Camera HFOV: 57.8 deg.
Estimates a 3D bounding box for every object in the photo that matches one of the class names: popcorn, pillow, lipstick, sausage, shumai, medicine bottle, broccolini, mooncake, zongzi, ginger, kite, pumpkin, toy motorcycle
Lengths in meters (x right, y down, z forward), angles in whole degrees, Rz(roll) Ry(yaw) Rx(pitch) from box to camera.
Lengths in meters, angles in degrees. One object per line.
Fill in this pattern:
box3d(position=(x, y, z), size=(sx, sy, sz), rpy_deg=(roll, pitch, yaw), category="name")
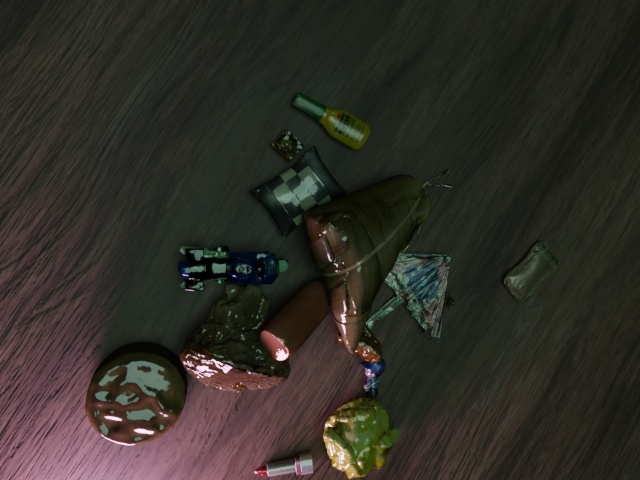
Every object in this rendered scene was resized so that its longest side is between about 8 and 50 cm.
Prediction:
box3d(position=(0.120, 0.621, 1.836), size=(0.255, 0.195, 0.256), rpy_deg=(24, 69, -19), category="popcorn")
box3d(position=(0.740, 0.108, 2.032), size=(0.217, 0.033, 0.130), rpy_deg=(-42, 103, -8), category="pillow")
box3d(position=(-0.119, 0.724, 1.854), size=(0.186, 0.057, 0.063), rpy_deg=(-6, 95, -8), category="lipstick")
box3d(position=(-0.068, -0.149, 1.786), size=(0.250, 0.106, 0.186), rpy_deg=(-35, 100, -5), category="pillow")
box3d(position=(-0.063, 0.231, 1.741), size=(0.121, 0.121, 0.304), rpy_deg=(58, 40, -10), category="sausage")
box3d(position=(-0.255, 0.297, 1.767), size=(0.346, 0.217, 0.283), rpy_deg=(12, 58, -26), category="shumai")
box3d(position=(0.031, -0.381, 1.818), size=(0.260, 0.064, 0.095), rpy_deg=(28, 87, -13), category="medicine bottle")
box3d(position=(0.365, 0.177, 1.945), size=(0.194, 0.054, 0.052), rpy_deg=(27, 106, -12), category="broccolini")
box3d(position=(-0.530, 0.447, 1.686), size=(0.284, 0.155, 0.284), rpy_deg=(-1, 95, -14), category="mooncake")
box3d(position=(0.212, 0.046, 1.825), size=(0.500, 0.218, 0.467), rpy_deg=(-25, 112, -25), category="zongzi")
box3d(position=(0.134, 0.319, 1.868), size=(0.162, 0.103, 0.073), rpy_deg=(32, 121, -4), category="ginger")
box3d(position=(0.294, 0.170, 1.912), size=(0.368, 0.014, 0.406), rpy_deg=(-40, 95, -1), category="kite")
box3d(position=(-0.103, -0.294, 1.796), size=(0.083, 0.054, 0.074), rpy_deg=(42, 79, -7), category="pumpkin")
box3d(position=(-0.249, 0.078, 1.709), size=(0.331, 0.196, 0.125), rpy_deg=(-1, 94, -15), category="toy motorcycle")

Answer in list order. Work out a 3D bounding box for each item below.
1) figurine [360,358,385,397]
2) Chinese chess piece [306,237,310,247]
box3d(position=(0.178, 0.445, 1.897), size=(0.079, 0.077, 0.136), rpy_deg=(-7, 93, 26), category="figurine")
box3d(position=(0.000, 0.000, 1.848), size=(0.084, 0.034, 0.084), rpy_deg=(-1, 94, -16), category="Chinese chess piece")
